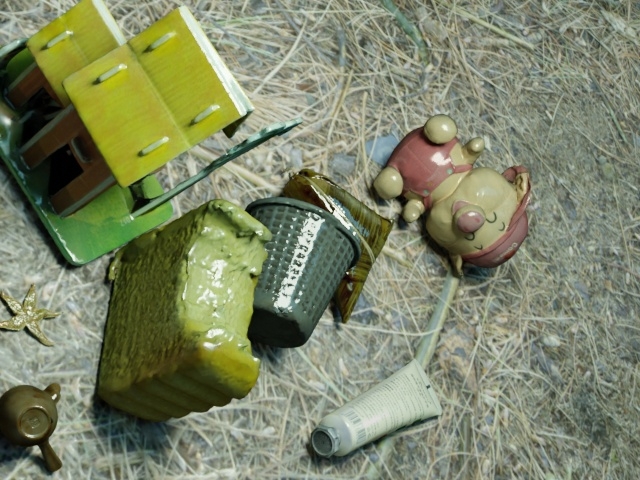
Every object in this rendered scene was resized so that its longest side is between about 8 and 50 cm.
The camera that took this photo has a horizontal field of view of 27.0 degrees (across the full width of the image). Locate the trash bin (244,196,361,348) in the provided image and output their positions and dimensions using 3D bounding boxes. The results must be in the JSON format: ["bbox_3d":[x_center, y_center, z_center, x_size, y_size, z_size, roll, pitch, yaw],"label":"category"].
[{"bbox_3d":[-0.048,0.055,1.811,0.175,0.175,0.161,33,60,-25],"label":"trash bin"}]

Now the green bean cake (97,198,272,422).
[{"bbox_3d":[-0.156,0.091,1.634,0.124,0.233,0.236,29,51,-35],"label":"green bean cake"}]

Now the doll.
[{"bbox_3d":[0.222,-0.069,2.099,0.256,0.196,0.152,44,44,-7],"label":"doll"}]

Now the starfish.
[{"bbox_3d":[-0.354,0.094,1.607,0.092,0.016,0.086,54,46,-9],"label":"starfish"}]

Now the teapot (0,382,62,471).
[{"bbox_3d":[-0.318,0.215,1.530,0.085,0.080,0.110,-32,106,-18],"label":"teapot"}]

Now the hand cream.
[{"bbox_3d":[0.084,0.245,1.898,0.276,0.059,0.095,-18,79,-51],"label":"hand cream"}]

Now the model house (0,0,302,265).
[{"bbox_3d":[-0.201,-0.200,1.680,0.340,0.323,0.300,-31,91,-47],"label":"model house"}]

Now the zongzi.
[{"bbox_3d":[0.000,0.000,1.941,0.187,0.084,0.184,35,58,-15],"label":"zongzi"}]
